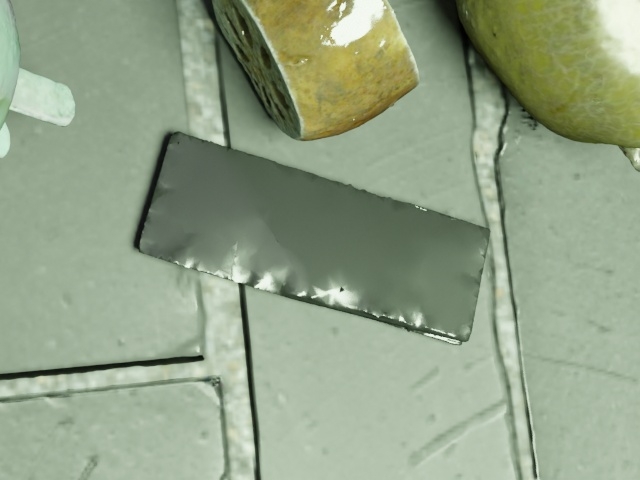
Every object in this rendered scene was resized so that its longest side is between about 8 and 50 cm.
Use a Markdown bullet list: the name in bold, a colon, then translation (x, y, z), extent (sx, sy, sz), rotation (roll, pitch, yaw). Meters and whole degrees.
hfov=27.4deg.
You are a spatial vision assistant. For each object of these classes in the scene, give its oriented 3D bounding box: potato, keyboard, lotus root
- **potato**: translation (0.162, -0.163, 0.742), extent (0.174, 0.159, 0.251), rotation (-6, 91, 8)
- **keyboard**: translation (-0.001, 0.001, 0.745), extent (0.196, 0.015, 0.074), rotation (16, 73, -12)
- **lotus root**: translation (-0.003, -0.119, 0.712), extent (0.081, 0.112, 0.122), rotation (-29, 90, -10)

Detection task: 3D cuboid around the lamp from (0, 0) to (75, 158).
- **lamp**: translation (-0.233, -0.134, 0.626), extent (0.247, 0.247, 0.301), rotation (19, 58, -51)
